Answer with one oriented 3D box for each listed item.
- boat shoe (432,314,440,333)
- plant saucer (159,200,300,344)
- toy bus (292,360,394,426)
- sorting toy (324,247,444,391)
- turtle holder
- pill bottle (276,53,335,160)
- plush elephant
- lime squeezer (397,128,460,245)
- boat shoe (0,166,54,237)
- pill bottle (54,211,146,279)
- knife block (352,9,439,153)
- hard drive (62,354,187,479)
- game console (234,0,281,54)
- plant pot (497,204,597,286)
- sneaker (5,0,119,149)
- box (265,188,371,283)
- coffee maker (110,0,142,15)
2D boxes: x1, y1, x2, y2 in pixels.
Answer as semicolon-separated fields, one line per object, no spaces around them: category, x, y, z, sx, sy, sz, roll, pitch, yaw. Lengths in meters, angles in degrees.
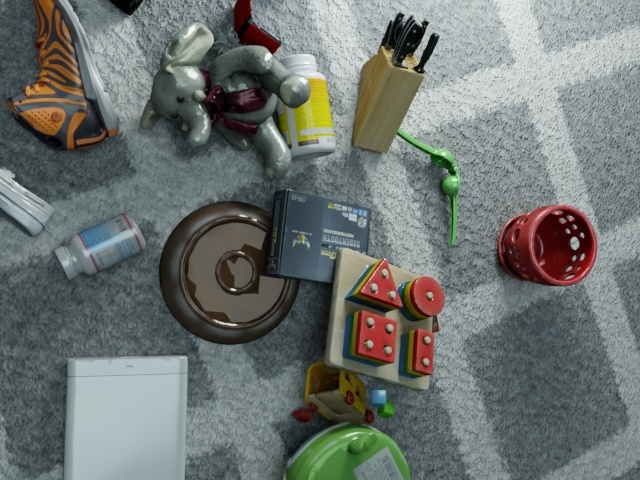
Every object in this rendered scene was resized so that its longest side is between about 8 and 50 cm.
boat shoe;0.247;0.154;1.624;0.043;0.049;0.137;-12;95;-18
plant saucer;-0.183;0.068;1.474;0.310;0.050;0.311;1;87;-20
toy bus;0.050;0.336;1.505;0.191;0.202;0.104;14;51;-12
sorting toy;0.151;0.161;1.464;0.257;0.089;0.255;20;62;-26
turtle holder;0.026;0.525;1.422;0.243;0.227;0.320;35;77;-15
pill bottle;-0.037;-0.289;1.512;0.117;0.117;0.215;-8;89;-20
plush elephant;-0.214;-0.283;1.377;0.255;0.272;0.330;-25;70;-29
lime squeezer;0.288;-0.147;1.644;0.110;0.059;0.310;-32;99;-38
boat shoe;-0.615;-0.102;1.321;0.226;0.083;0.076;45;61;-24
pill bottle;-0.434;0.013;1.364;0.160;0.087;0.087;-27;95;-19
knife block;0.168;-0.351;1.524;0.088;0.242;0.276;11;83;-18
hard drive;-0.386;0.410;1.376;0.233;0.047;0.353;2;86;-19
game console;-0.136;-0.459;1.474;0.124;0.144;0.085;32;77;-15
plant pot;0.532;0.016;1.667;0.191;0.174;0.191;2;86;-21
sneaker;-0.529;-0.326;1.334;0.180;0.124;0.321;-23;94;-21
box;0.000;0.000;1.507;0.232;0.059;0.183;12;81;-33
coffee maker;-0.439;-0.540;1.399;0.178;0.120;0.171;33;99;-14
